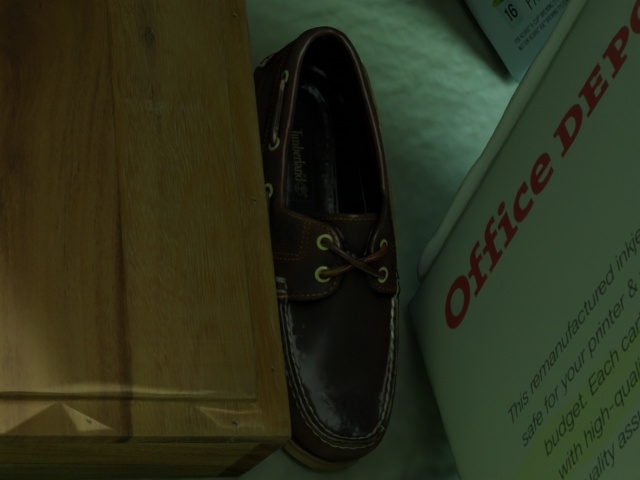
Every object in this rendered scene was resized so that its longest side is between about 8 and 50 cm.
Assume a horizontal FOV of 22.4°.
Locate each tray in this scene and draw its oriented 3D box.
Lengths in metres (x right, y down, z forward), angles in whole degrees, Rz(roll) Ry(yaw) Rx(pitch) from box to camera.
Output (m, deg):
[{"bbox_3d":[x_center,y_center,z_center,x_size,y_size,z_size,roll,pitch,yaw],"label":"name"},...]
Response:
[{"bbox_3d":[-0.137,-0.100,0.736,0.202,0.076,0.411,3,65,-24],"label":"tray"}]

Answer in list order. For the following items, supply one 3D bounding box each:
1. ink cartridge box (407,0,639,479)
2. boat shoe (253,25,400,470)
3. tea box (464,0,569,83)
[{"bbox_3d":[0.194,0.072,0.614,0.160,0.279,0.385,11,40,-23],"label":"ink cartridge box"},{"bbox_3d":[0.000,0.000,0.754,0.073,0.073,0.207,0,68,-28],"label":"boat shoe"},{"bbox_3d":[0.172,-0.312,0.825,0.220,0.329,0.323,-23,77,-31],"label":"tea box"}]
